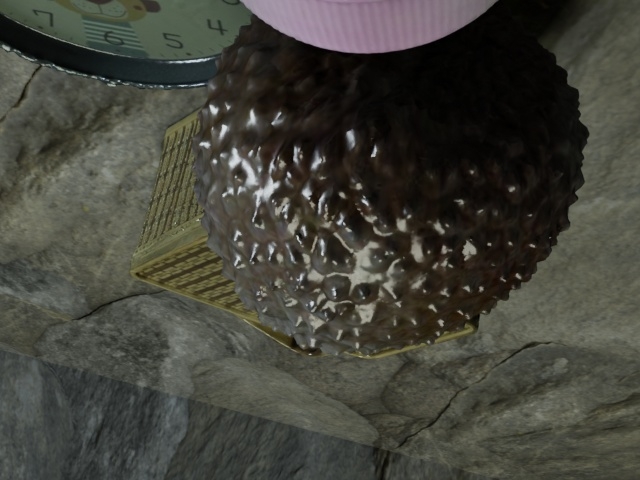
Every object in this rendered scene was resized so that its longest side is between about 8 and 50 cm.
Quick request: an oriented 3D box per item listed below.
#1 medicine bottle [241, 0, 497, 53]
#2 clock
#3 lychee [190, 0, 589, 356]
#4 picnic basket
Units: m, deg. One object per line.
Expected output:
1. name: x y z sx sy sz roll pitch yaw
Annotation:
1. medicine bottle: 0.014 -0.235 0.654 0.241 0.241 0.302 9 166 9
2. clock: -0.179 -0.213 1.096 0.312 0.061 0.312 12 161 4
3. lychee: 0.051 -0.055 1.025 0.300 0.300 0.300 11 160 4
4. picnic basket: 0.000 0.000 1.389 0.313 0.175 0.228 22 157 -26
